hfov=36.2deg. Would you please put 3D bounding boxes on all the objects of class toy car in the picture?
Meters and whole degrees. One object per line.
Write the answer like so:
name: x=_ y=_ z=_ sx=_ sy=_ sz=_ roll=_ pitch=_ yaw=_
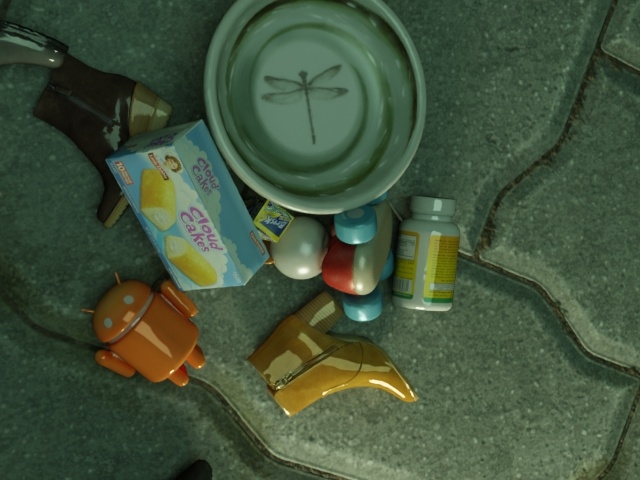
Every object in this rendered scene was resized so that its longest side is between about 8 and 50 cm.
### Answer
toy car: x=0.000 y=0.000 z=1.755 sx=0.238 sy=0.210 sz=0.219 roll=5 pitch=130 yaw=14

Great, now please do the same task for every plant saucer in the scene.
plant saucer: x=-0.016 y=-0.242 z=1.639 sx=0.400 sy=0.100 sz=0.400 roll=1 pitch=88 yaw=-24

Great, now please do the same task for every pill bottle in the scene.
pill bottle: x=0.201 y=0.022 z=1.843 sx=0.118 sy=0.117 sz=0.208 roll=4 pitch=94 yaw=-20

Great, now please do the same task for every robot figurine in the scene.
robot figurine: x=-0.298 y=0.156 z=1.670 sx=0.219 sy=0.158 sz=0.128 roll=44 pitch=39 yaw=-19

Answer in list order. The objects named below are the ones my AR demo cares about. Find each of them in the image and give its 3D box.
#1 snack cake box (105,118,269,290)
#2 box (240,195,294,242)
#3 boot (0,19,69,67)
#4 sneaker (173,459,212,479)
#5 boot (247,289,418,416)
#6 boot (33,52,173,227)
snack cake box: x=-0.211 y=-0.052 z=1.587 sx=0.089 sy=0.152 sz=0.264 roll=-51 pitch=124 yaw=-44
box: x=-0.108 y=-0.039 z=1.696 sx=0.059 sy=0.169 sz=0.054 roll=38 pitch=81 yaw=-19
boot: x=-0.580 y=-0.247 z=1.548 sx=0.338 sy=0.118 sz=0.222 roll=8 pitch=96 yaw=-10
sneaker: x=-0.305 y=0.491 z=1.717 sx=0.130 sy=0.109 sz=0.286 roll=44 pitch=78 yaw=-12
boot: x=0.021 y=0.257 z=1.820 sx=0.211 sy=0.104 sz=0.295 roll=-45 pitch=103 yaw=-5
boot: x=-0.384 y=-0.167 z=1.646 sx=0.207 sy=0.090 sz=0.248 roll=23 pitch=88 yaw=-8
